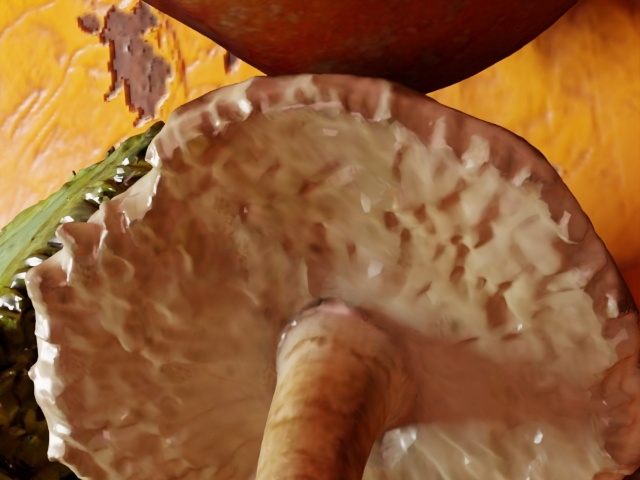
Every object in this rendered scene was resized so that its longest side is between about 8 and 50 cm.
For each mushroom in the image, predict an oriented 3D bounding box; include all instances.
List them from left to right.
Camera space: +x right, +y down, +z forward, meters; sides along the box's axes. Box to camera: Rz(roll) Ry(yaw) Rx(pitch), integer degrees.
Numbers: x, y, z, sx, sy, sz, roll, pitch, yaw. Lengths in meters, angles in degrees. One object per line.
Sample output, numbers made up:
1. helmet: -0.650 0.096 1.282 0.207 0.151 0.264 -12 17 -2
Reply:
1. mushroom: 0.021 0.094 0.585 0.233 0.208 0.302 -67 31 31

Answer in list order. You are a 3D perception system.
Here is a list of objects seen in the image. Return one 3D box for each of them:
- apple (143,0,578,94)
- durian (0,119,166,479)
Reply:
1. apple: 0.001 -0.172 0.655 0.253 0.253 0.254 -7 78 34
2. durian: -0.140 0.130 0.797 0.198 0.163 0.394 -161 92 -75
